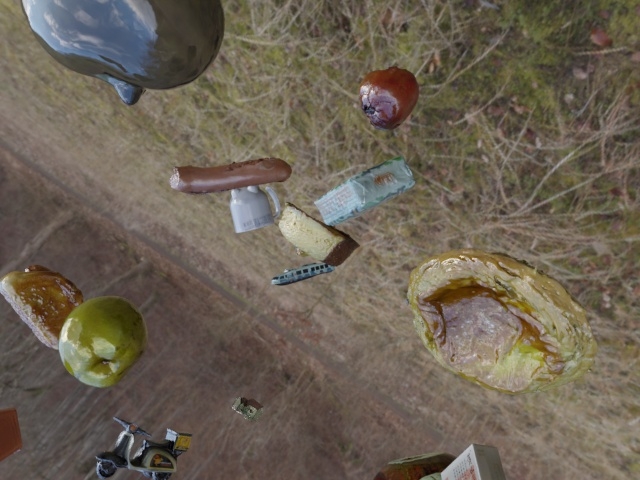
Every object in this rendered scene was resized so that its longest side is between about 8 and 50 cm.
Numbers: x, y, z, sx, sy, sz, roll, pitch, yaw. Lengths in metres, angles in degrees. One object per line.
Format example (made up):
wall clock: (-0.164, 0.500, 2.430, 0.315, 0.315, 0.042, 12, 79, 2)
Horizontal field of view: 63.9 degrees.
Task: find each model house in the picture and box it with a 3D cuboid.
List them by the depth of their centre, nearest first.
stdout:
model house: (-0.224, 0.518, 1.595, 0.083, 0.058, 0.057, 20, 161, 46)

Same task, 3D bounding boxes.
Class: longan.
longan: (-0.295, -0.359, 0.791, 0.300, 0.300, 0.243, 42, -150, -25)

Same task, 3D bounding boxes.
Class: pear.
pear: (-0.487, 0.220, 1.159, 0.200, 0.200, 0.200, 34, 167, 9)

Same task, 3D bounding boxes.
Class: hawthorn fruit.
hawthorn fruit: (0.176, -0.360, 1.259, 0.148, 0.172, 0.148, 47, 167, 14)

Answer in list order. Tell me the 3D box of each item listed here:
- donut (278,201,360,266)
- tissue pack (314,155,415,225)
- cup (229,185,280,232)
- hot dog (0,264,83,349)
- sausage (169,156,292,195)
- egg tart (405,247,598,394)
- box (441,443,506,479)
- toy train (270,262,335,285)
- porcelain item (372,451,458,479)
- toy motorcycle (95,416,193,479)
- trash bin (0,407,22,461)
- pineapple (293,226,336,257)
donut: (-0.001, -0.002, 1.234, 0.217, 0.085, 0.141, 30, -174, -29)
tissue pack: (0.146, -0.162, 1.758, 0.128, 0.228, 0.311, 64, 155, 1)
cup: (-0.215, -0.116, 1.710, 0.134, 0.173, 0.142, -167, 63, -76)
hot dog: (-0.762, 0.172, 1.447, 0.150, 0.153, 0.257, -3, 122, 44)
sausage: (-0.209, -0.158, 1.245, 0.078, 0.304, 0.078, 170, 90, -70)
egg tart: (0.326, 0.134, 0.941, 0.352, 0.150, 0.352, 24, 141, 21)
box: (0.291, 0.498, 0.935, 0.058, 0.201, 0.141, 13, 132, -12)
toy train: (-0.057, 0.101, 1.588, 0.043, 0.207, 0.047, 165, 92, -68)
porcelain item: (0.238, 0.607, 1.155, 0.253, 0.253, 0.253, 34, 167, 9)
toy motorcycle: (-0.506, 0.601, 1.461, 0.091, 0.157, 0.263, -3, 157, 44)
trash bin: (-0.834, 0.501, 1.230, 0.239, 0.161, 0.185, 95, 160, -80)
pineapple: (-0.045, 0.004, 2.009, 0.233, 0.135, 0.080, -34, 77, 49)
